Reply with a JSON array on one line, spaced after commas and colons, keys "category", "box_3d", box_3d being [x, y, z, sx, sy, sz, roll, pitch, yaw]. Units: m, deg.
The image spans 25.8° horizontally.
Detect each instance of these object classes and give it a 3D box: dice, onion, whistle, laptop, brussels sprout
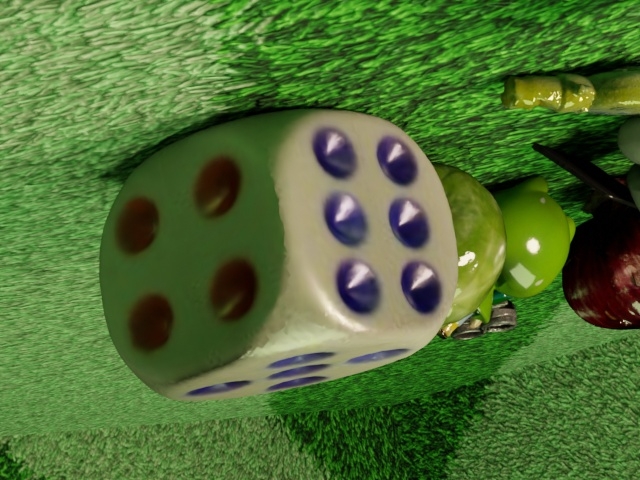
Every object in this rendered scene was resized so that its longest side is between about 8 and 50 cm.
[{"category": "dice", "box_3d": [-0.046, 0.023, 1.587, 0.304, 0.276, 0.304, -21, 162, 39]}, {"category": "onion", "box_3d": [0.497, -0.003, 2.092, 0.314, 0.232, 0.314, -30, -176, 2]}, {"category": "whistle", "box_3d": [0.298, -0.170, 1.560, 0.198, 0.057, 0.104, 1, 180, -15]}, {"category": "laptop", "box_3d": [0.371, -0.078, 1.867, 0.197, 0.135, 0.016, 10, 115, -56]}, {"category": "brussels sprout", "box_3d": [0.120, 0.013, 1.789, 0.244, 0.244, 0.244, -11, 167, -3]}]

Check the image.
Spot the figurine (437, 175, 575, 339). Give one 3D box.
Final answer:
[{"category": "figurine", "box_3d": [0.249, 0.030, 1.994, 0.263, 0.162, 0.143, -43, -160, -10]}]

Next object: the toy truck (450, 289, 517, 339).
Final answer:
[{"category": "toy truck", "box_3d": [0.165, 0.073, 2.236, 0.178, 0.176, 0.363, 14, 153, -42]}]

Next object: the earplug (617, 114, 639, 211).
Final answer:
[{"category": "earplug", "box_3d": [0.478, -0.100, 1.723, 0.214, 0.175, 0.325, -15, 156, 5]}]
